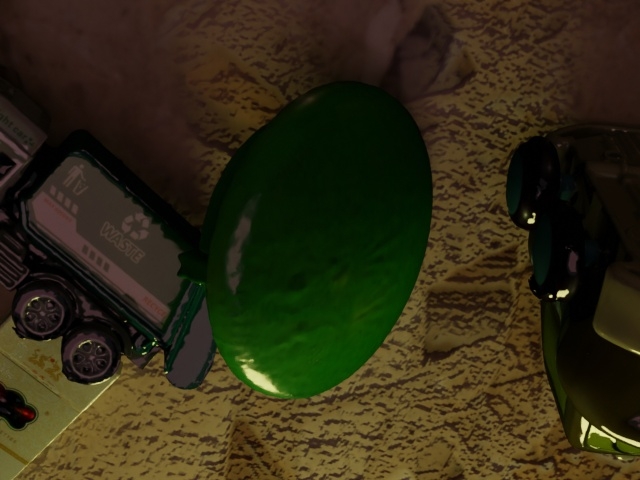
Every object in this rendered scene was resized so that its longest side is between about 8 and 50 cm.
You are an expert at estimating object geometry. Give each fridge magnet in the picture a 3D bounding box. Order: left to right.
[{"bbox_3d":[0.000,0.000,0.741,0.088,0.208,0.208,18,120,37],"label":"fridge magnet"}]

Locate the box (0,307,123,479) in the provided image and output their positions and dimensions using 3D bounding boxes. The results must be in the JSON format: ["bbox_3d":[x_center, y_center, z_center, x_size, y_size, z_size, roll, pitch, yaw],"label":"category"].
[{"bbox_3d":[-0.234,0.121,0.859,0.090,0.024,0.167,41,107,-17],"label":"box"}]

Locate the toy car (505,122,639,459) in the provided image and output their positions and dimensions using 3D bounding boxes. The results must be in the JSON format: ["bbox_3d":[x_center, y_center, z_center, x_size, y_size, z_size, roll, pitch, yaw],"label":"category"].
[{"bbox_3d":[0.213,0.052,0.725,0.204,0.248,0.198,5,118,-4],"label":"toy car"}]

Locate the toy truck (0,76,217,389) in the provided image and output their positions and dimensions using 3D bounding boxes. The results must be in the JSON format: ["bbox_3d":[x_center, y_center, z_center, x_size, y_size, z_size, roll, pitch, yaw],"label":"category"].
[{"bbox_3d":[-0.168,-0.001,0.765,0.124,0.114,0.253,-45,108,2],"label":"toy truck"}]
